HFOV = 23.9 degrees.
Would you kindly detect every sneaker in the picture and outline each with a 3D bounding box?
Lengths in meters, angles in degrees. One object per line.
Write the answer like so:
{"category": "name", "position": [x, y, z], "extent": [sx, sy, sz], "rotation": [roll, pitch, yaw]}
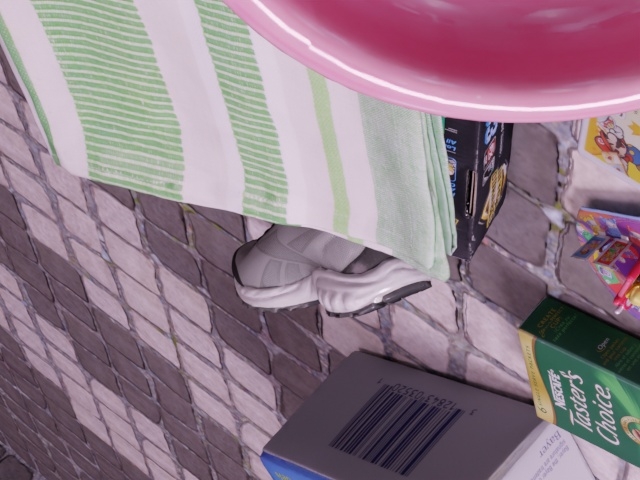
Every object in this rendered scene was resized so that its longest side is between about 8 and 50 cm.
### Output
{"category": "sneaker", "position": [0.000, 0.000, 1.224], "extent": [0.271, 0.100, 0.108], "rotation": [-6, 101, 64]}

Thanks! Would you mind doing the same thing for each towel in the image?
{"category": "towel", "position": [-0.072, -0.093, 0.977], "extent": [0.324, 0.038, 0.248], "rotation": [17, 147, 24]}

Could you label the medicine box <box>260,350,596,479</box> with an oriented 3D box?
{"category": "medicine box", "position": [0.130, 0.270, 1.362], "extent": [0.263, 0.149, 0.289], "rotation": [12, 140, 51]}

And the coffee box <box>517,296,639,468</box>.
{"category": "coffee box", "position": [0.231, 0.121, 1.090], "extent": [0.184, 0.040, 0.113], "rotation": [27, 151, 35]}

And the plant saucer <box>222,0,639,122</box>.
{"category": "plant saucer", "position": [0.091, -0.196, 0.572], "extent": [0.332, 0.084, 0.332], "rotation": [-1, 134, -1]}

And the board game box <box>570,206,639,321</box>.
{"category": "board game box", "position": [0.225, 0.043, 0.966], "extent": [0.168, 0.033, 0.133], "rotation": [15, 147, 55]}

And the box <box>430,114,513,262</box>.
{"category": "box", "position": [-0.019, -0.138, 0.966], "extent": [0.295, 0.073, 0.293], "rotation": [22, 150, 18]}

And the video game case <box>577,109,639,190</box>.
{"category": "video game case", "position": [0.236, -0.069, 0.797], "extent": [0.206, 0.026, 0.227], "rotation": [34, 155, 22]}
